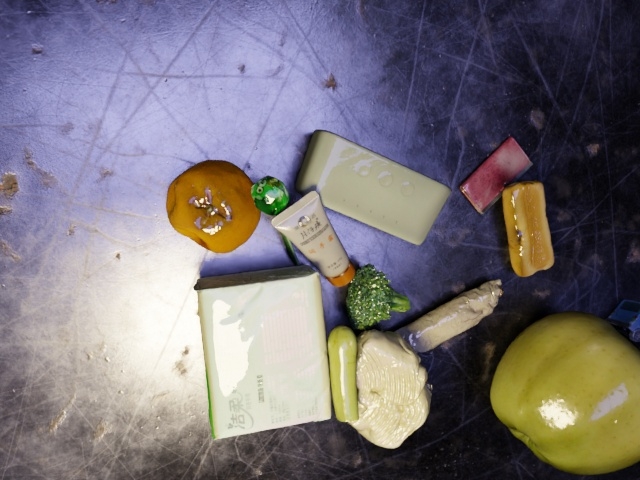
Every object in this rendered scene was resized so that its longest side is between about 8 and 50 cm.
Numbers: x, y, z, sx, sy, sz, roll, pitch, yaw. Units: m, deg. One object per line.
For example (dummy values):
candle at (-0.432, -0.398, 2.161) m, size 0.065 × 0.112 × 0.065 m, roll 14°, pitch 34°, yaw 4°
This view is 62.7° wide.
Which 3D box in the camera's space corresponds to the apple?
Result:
apple at (0.751, 0.450, 1.549) m, size 0.474 × 0.473 × 0.473 m, roll -2°, pitch 97°, yaw -14°

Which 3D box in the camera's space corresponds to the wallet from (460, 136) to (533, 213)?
wallet at (0.544, -0.202, 1.627) m, size 0.232 × 0.025 × 0.119 m, roll -44°, pitch 104°, yaw -6°

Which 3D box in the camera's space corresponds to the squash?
squash at (0.062, 0.352, 1.402) m, size 0.083 × 0.083 × 0.250 m, roll -2°, pitch 84°, yaw -14°

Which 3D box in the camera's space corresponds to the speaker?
speaker at (0.138, -0.145, 1.459) m, size 0.406 × 0.183 × 0.184 m, roll 22°, pitch 96°, yaw -16°

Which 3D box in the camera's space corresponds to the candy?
candy at (-0.102, -0.039, 1.411) m, size 0.097 × 0.097 × 0.323 m, roll -27°, pitch 135°, yaw -9°

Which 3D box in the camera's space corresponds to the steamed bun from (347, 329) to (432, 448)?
steamed bun at (0.183, 0.410, 1.526) m, size 0.275 × 0.206 × 0.320 m, roll 10°, pitch 100°, yaw 2°

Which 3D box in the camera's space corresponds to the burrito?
burrito at (0.400, 0.245, 1.624) m, size 0.392 × 0.076 × 0.117 m, roll -27°, pitch 112°, yaw -7°

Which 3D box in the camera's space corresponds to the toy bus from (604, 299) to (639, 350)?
toy bus at (1.099, 0.320, 1.781) m, size 0.234 × 0.116 × 0.133 m, roll 44°, pitch 82°, yaw -13°

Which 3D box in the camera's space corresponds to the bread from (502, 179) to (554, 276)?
bread at (0.639, -0.040, 1.631) m, size 0.142 × 0.091 × 0.305 m, roll -19°, pitch 105°, yaw -17°

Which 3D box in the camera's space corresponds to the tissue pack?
tissue pack at (-0.154, 0.287, 1.424) m, size 0.332 × 0.205 × 0.404 m, roll -6°, pitch 99°, yaw -13°

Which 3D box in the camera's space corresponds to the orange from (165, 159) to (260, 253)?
orange at (-0.271, -0.091, 1.359) m, size 0.249 × 0.183 × 0.248 m, roll -2°, pitch 98°, yaw -14°

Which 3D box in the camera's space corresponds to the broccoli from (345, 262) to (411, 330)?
broccoli at (0.172, 0.179, 1.510) m, size 0.194 × 0.194 × 0.219 m, roll 22°, pitch 121°, yaw -15°

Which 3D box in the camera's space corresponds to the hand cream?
hand cream at (0.000, 0.000, 1.421) m, size 0.140 × 0.089 × 0.314 m, roll -38°, pitch 129°, yaw 1°
